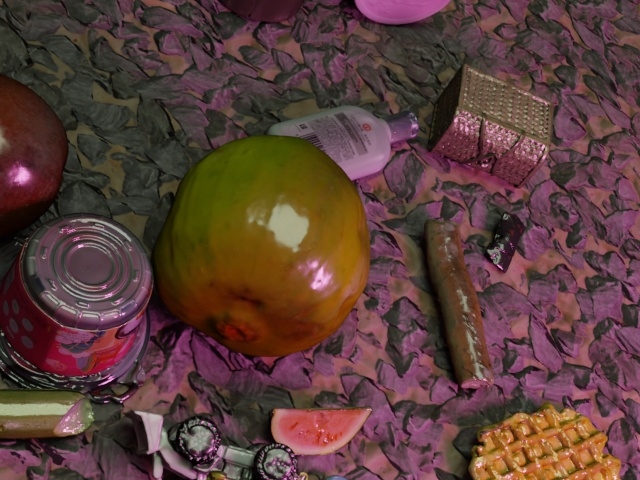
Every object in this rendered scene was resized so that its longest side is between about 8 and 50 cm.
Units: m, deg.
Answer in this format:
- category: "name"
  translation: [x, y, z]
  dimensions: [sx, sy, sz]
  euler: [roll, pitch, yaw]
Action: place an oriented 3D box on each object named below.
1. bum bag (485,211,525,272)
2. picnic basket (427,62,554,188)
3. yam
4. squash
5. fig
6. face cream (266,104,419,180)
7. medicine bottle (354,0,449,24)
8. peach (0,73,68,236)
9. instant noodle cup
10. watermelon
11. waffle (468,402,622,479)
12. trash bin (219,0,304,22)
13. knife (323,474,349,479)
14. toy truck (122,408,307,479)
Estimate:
- category: "bum bag"
  translation: [0.333, 0.000, 2.234]
  dimensions: [0.058, 0.034, 0.124]
  euler: [39, 51, -16]
- category: "picnic basket"
  translation: [0.311, -0.201, 2.289]
  dimensions: [0.196, 0.134, 0.154]
  euler: [21, 55, -13]
- category: "yam"
  translation: [0.230, 0.103, 2.100]
  dimensions: [0.071, 0.067, 0.317]
  euler: [11, 56, -35]
- category: "squash"
  translation: [-0.426, 0.238, 1.703]
  dimensions: [0.239, 0.069, 0.069]
  euler: [3, 59, -24]
- category: "fig"
  translation: [-0.081, -0.007, 1.850]
  dimensions: [0.343, 0.343, 0.343]
  euler: [12, 56, -18]
- category: "face cream"
  translation: [0.048, -0.174, 2.184]
  dimensions: [0.291, 0.071, 0.144]
  euler: [-21, 71, -33]
- category: "medicine bottle"
  translation: [0.140, -0.609, 2.415]
  dimensions: [0.212, 0.212, 0.325]
  euler: [5, 58, -23]
- category: "peach"
  translation: [-0.487, -0.124, 1.802]
  dimensions: [0.252, 0.252, 0.252]
  euler: [12, 56, -18]
- category: "instant noodle cup"
  translation: [-0.347, 0.075, 1.770]
  dimensions: [0.302, 0.181, 0.258]
  euler: [40, 53, 3]
- category: "watermelon"
  translation: [-0.015, 0.271, 1.880]
  dimensions: [0.163, 0.087, 0.069]
  euler: [5, 28, -24]
- category: "waffle"
  translation: [0.365, 0.375, 2.000]
  dimensions: [0.281, 0.060, 0.262]
  euler: [28, 49, -9]
- category: "trash bin"
  translation: [-0.069, -0.549, 2.222]
  dimensions: [0.203, 0.301, 0.252]
  euler: [15, 57, -18]
- category: "knife"
  translation: [0.110, 0.397, 1.886]
  dimensions: [0.244, 0.032, 0.058]
  euler: [15, 46, -22]
- category: "toy truck"
  translation: [-0.149, 0.315, 1.750]
  dimensions: [0.286, 0.136, 0.111]
  euler: [20, 74, -12]
